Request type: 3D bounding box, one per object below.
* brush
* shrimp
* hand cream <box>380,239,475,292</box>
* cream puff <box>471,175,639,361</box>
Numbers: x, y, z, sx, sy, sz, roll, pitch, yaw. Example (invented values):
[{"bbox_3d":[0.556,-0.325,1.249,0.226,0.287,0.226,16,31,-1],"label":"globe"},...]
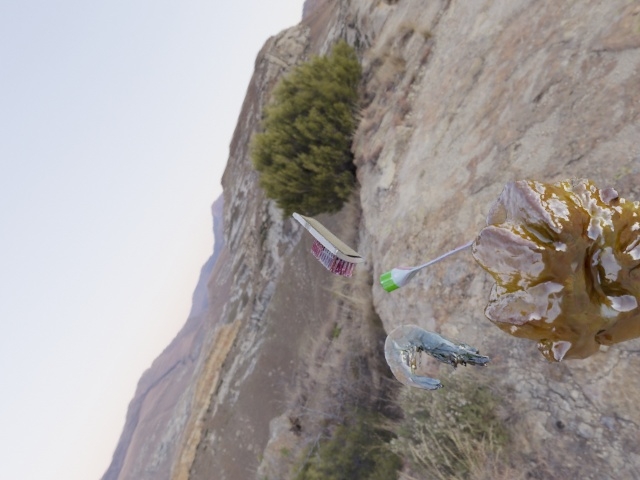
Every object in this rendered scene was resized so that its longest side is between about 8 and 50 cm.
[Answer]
[{"bbox_3d":[0.000,0.000,0.812,0.321,0.060,0.050,-134,62,-68],"label":"brush"},{"bbox_3d":[0.304,0.330,1.148,0.178,0.289,0.075,-58,-32,-25],"label":"shrimp"},{"bbox_3d":[0.258,0.047,0.950,0.275,0.050,0.079,-31,14,35],"label":"hand cream"},{"bbox_3d":[0.334,0.036,0.542,0.155,0.269,0.241,-84,-9,-77],"label":"cream puff"}]
